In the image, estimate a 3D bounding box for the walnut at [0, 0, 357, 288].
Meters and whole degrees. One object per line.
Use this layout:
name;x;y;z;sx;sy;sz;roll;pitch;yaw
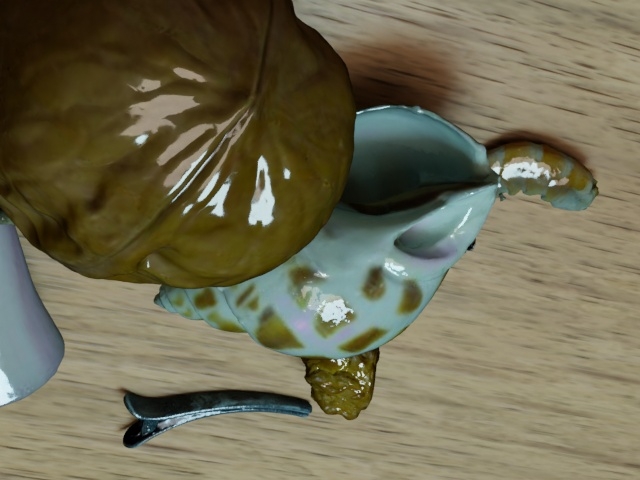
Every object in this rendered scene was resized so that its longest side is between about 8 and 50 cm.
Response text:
walnut;-0.152;-0.110;1.353;0.354;0.398;0.308;21;80;-24

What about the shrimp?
shrimp;0.221;-0.035;1.697;0.161;0.049;0.166;20;119;-23

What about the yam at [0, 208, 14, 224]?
yam;-0.234;-0.033;1.535;0.234;0.027;0.029;-4;133;-46

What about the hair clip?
hair clip;-0.119;0.203;1.784;0.230;0.039;0.070;-4;124;-13

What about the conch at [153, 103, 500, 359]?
conch;0.001;0.000;1.572;0.368;0.197;0.249;-18;101;-8

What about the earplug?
earplug;-0.373;0.005;1.507;0.172;0.172;0.301;-12;122;-6

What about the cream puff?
cream puff;0.020;0.141;1.726;0.094;0.122;0.116;11;169;4
